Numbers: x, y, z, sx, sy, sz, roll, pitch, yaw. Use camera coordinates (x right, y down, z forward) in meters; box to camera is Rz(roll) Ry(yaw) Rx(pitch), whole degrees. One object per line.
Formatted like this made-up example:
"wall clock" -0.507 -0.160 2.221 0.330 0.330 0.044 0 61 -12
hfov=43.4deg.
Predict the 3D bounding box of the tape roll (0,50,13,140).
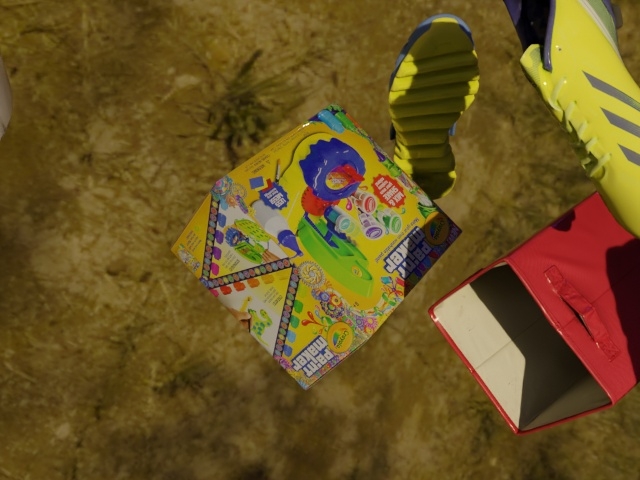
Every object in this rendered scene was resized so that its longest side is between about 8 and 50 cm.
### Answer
"tape roll" -0.412 -0.137 0.668 0.286 0.286 0.100 -46 153 -35

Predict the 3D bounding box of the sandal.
"sandal" 0.153 -0.205 1.186 0.317 0.126 0.138 97 -5 -53

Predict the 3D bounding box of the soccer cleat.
"soccer cleat" 0.230 -0.125 0.709 0.121 0.093 0.289 -5 68 -25

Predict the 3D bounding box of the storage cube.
"storage cube" 0.275 0.078 0.912 0.193 0.184 0.215 -32 171 -27

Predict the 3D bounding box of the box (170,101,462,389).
"box" 0.000 0.000 1.158 0.290 0.279 0.177 -42 177 -44
